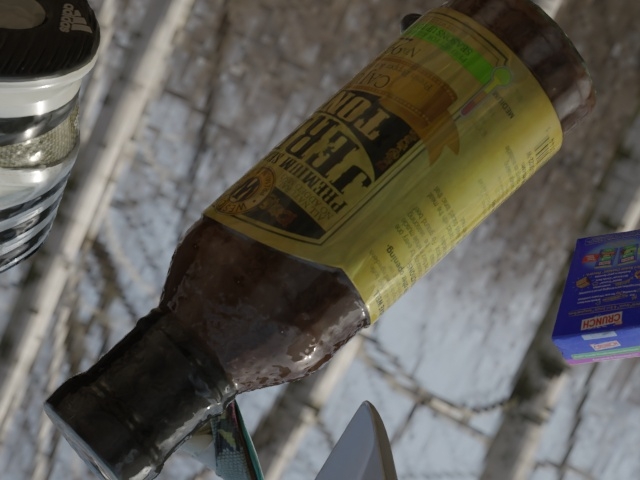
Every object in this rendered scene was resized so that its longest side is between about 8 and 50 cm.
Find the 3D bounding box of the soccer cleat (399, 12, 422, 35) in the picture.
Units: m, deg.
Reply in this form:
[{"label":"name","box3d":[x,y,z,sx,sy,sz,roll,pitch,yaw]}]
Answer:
[{"label":"soccer cleat","box3d":[0.122,-0.145,1.474,0.060,0.072,0.179,27,-165,-38]}]

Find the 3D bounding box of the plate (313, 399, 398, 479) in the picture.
[{"label":"plate","box3d":[0.021,0.331,1.684,0.045,0.278,0.277,16,-147,-20]}]

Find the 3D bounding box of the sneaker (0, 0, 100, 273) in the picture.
[{"label":"sneaker","box3d":[-0.370,-0.062,1.134,0.448,0.257,0.169,10,-140,-5]}]

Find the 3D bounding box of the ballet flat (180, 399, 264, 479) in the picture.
[{"label":"ballet flat","box3d":[-0.107,0.155,1.777,0.079,0.221,0.077,-14,-156,-8]}]

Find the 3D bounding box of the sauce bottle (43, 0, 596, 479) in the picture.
[{"label":"sauce bottle","box3d":[0.000,0.000,1.016,0.111,0.344,0.111,43,164,15]}]

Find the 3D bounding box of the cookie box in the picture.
[{"label":"cookie box","box3d":[0.245,0.044,1.522,0.040,0.092,0.107,51,-135,-34]}]
